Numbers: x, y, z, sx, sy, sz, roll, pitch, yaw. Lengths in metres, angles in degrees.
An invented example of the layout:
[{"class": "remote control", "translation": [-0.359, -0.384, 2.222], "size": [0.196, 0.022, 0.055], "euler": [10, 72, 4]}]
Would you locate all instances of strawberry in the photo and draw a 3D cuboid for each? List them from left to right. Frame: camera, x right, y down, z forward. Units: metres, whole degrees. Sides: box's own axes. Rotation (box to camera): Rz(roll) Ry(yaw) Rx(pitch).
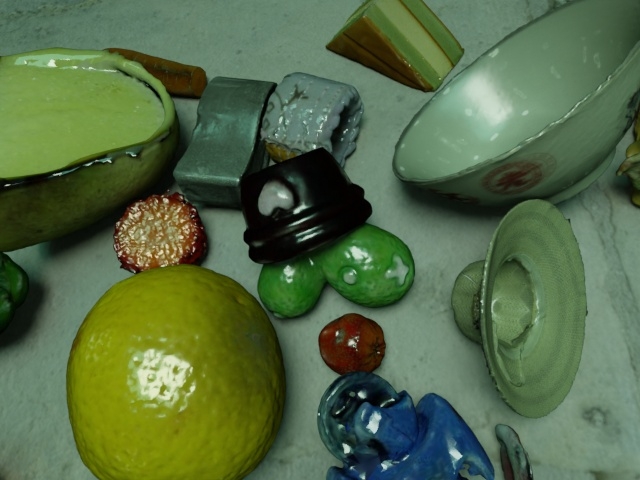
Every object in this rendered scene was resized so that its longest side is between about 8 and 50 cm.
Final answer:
[{"class": "strawberry", "translation": [-0.242, -0.003, 0.672], "size": [0.145, 0.086, 0.145], "euler": [-4, 69, 10]}]

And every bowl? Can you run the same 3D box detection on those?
[{"class": "bowl", "translation": [0.274, -0.145, 0.568], "size": [0.157, 0.337, 0.337], "euler": [44, 79, -20]}]

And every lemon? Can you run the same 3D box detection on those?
[{"class": "lemon", "translation": [-0.164, 0.160, 0.512], "size": [0.268, 0.267, 0.267], "euler": [-3, 69, 9]}]

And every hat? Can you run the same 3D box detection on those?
[{"class": "hat", "translation": [0.224, 0.076, 0.538], "size": [0.110, 0.252, 0.251], "euler": [-4, 62, 52]}]

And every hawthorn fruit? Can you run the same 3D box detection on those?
[{"class": "hawthorn fruit", "translation": [0.039, 0.139, 0.577], "size": [0.093, 0.093, 0.093], "euler": [-3, 69, 9]}]

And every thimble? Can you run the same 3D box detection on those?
[{"class": "thimble", "translation": [-0.009, -0.180, 0.677], "size": [0.118, 0.127, 0.151], "euler": [21, 79, 18]}]

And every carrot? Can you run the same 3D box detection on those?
[{"class": "carrot", "translation": [-0.326, -0.317, 0.819], "size": [0.225, 0.067, 0.067], "euler": [17, 73, 14]}]

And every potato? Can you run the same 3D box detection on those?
[{"class": "potato", "translation": [-0.365, -0.137, 0.706], "size": [0.280, 0.212, 0.330], "euler": [-10, 57, -13]}]

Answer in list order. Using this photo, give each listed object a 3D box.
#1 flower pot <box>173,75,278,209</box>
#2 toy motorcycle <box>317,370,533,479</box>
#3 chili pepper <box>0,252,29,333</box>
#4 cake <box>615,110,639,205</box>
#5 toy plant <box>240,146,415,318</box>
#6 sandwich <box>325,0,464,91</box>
[{"class": "flower pot", "translation": [-0.141, -0.162, 0.706], "size": [0.108, 0.103, 0.229], "euler": [9, 69, 11]}, {"class": "toy motorcycle", "translation": [0.103, 0.311, 0.471], "size": [0.182, 0.241, 0.318], "euler": [-13, 68, 49]}, {"class": "chili pepper", "translation": [-0.607, 0.126, 0.647], "size": [0.385, 0.213, 0.167], "euler": [-23, 110, 21]}, {"class": "cake", "translation": [0.515, -0.160, 0.529], "size": [0.286, 0.222, 0.227], "euler": [11, 70, 14]}, {"class": "toy plant", "translation": [0.000, 0.000, 0.591], "size": [0.218, 0.175, 0.235], "euler": [-20, 101, 10]}, {"class": "sandwich", "translation": [0.131, -0.346, 0.778], "size": [0.187, 0.144, 0.117], "euler": [40, 78, -15]}]
